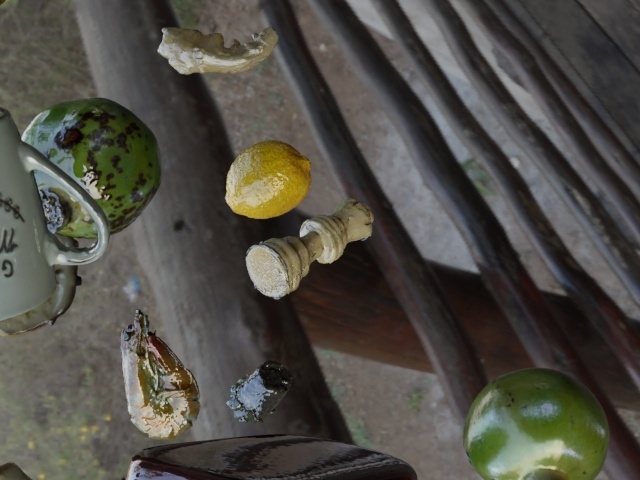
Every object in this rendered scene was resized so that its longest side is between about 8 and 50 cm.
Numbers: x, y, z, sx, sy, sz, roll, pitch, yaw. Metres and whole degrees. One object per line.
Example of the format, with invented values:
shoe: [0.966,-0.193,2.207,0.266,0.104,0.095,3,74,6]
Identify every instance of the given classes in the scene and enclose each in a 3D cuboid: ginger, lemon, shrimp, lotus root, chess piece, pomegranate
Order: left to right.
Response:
lotus root: [-0.612,0.073,1.794,0.250,0.316,0.316,135,139,-67]
pomegranate: [-0.387,-0.110,1.561,0.254,0.254,0.270,-38,18,34]
shrimp: [-0.334,0.273,1.937,0.062,0.154,0.294,-95,-6,-70]
ginger: [-0.148,-0.274,1.372,0.051,0.174,0.069,123,147,-76]
lemon: [-0.101,-0.110,1.765,0.187,0.142,0.142,-29,56,26]
chess piece: [-0.001,0.000,0.986,0.060,0.172,0.060,20,124,34]
pomegranate: [0.284,0.256,1.188,0.179,0.179,0.210,-62,36,13]

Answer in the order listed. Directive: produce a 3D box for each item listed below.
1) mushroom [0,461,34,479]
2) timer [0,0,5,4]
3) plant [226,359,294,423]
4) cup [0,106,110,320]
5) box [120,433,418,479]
mushroom: [-0.329,0.476,1.289,0.315,0.356,0.315,-31,23,14]
timer: [-0.543,-0.414,1.206,0.387,0.376,0.376,-4,74,56]
plant: [-0.111,0.282,1.743,0.143,0.094,0.092,-45,6,42]
cup: [-0.390,-0.040,1.154,0.186,0.258,0.234,-117,26,-66]
box: [-0.051,0.308,1.138,0.263,0.404,0.108,7,87,35]
